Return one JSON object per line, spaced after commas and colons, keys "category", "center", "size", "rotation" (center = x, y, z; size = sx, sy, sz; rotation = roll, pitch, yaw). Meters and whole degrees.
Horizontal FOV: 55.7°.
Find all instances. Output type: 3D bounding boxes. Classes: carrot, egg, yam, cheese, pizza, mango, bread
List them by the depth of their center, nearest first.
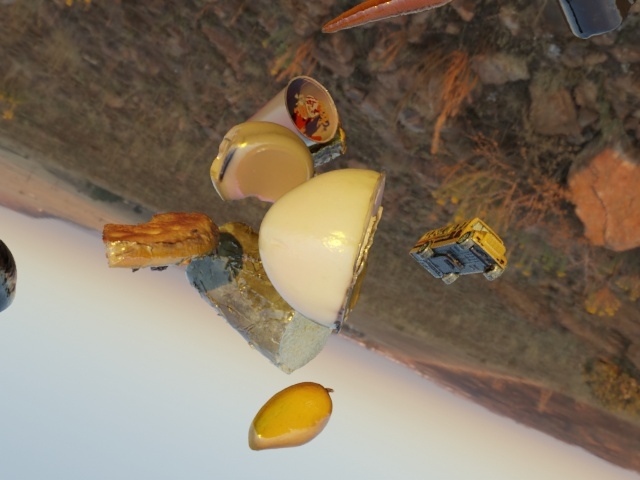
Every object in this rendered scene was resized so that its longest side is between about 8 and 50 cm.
{"category": "egg", "center": [0.001, -0.004, 0.971], "size": [0.173, 0.265, 0.286], "rotation": [19, -169, 7]}
{"category": "pizza", "center": [-0.278, 0.009, 1.081], "size": [0.161, 0.086, 0.305], "rotation": [12, -165, 21]}
{"category": "cheese", "center": [-0.058, -0.116, 1.117], "size": [0.286, 0.163, 0.082], "rotation": [20, -157, -34]}
{"category": "carrot", "center": [0.159, -0.503, 1.281], "size": [0.335, 0.069, 0.069], "rotation": [-13, 163, 10]}
{"category": "yam", "center": [-0.136, 0.123, 1.433], "size": [0.348, 0.241, 0.241], "rotation": [37, 177, 18]}
{"category": "mango", "center": [-0.082, 0.530, 1.818], "size": [0.316, 0.177, 0.119], "rotation": [-19, 180, -30]}
{"category": "bread", "center": [-0.015, -0.352, 1.938], "size": [0.096, 0.181, 0.223], "rotation": [74, 174, -68]}

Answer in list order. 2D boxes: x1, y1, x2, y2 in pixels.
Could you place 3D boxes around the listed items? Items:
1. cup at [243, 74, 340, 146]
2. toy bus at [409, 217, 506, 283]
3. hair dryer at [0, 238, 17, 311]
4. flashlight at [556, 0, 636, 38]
{"category": "cup", "center": [-0.114, -0.325, 1.752], "size": [0.203, 0.203, 0.288], "rotation": [29, 148, -35]}
{"category": "toy bus", "center": [0.350, 0.024, 1.519], "size": [0.121, 0.123, 0.335], "rotation": [43, 163, -7]}
{"category": "hair dryer", "center": [-0.614, -0.011, 0.921], "size": [0.359, 0.120, 0.303], "rotation": [45, 146, -6]}
{"category": "flashlight", "center": [0.291, -0.439, 0.759], "size": [0.103, 0.103, 0.424], "rotation": [14, 158, 49]}
